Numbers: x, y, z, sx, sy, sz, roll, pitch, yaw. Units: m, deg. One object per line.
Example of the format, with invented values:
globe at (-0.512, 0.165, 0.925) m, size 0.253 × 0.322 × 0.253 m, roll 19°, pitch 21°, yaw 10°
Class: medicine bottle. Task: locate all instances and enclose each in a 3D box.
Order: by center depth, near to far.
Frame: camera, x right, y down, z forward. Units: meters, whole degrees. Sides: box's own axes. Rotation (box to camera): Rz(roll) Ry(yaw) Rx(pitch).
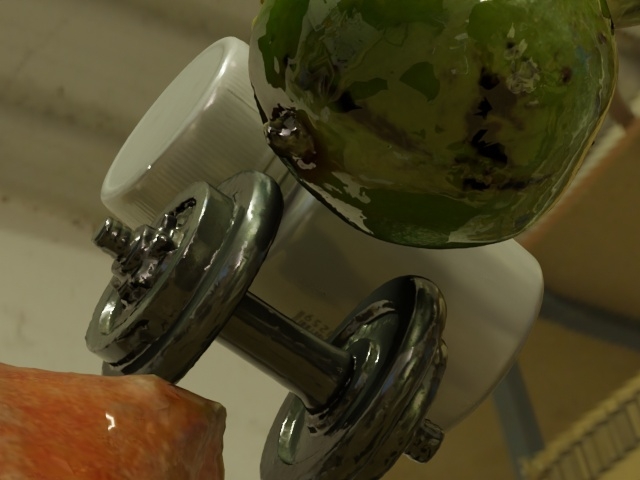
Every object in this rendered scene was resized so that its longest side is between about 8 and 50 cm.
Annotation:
medicine bottle at (0.000, 0.000, 1.505) m, size 0.340 × 0.208 × 0.208 m, roll 38°, pitch -62°, yaw -16°

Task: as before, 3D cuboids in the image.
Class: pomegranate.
pomegranate at (0.107, -0.134, 1.223) m, size 0.341 × 0.260 × 0.260 m, roll -25°, pitch -44°, yaw -12°

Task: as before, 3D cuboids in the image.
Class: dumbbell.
dumbbell at (-0.033, 0.069, 1.252) m, size 0.290 × 0.192 × 0.192 m, roll 34°, pitch -60°, yaw -15°

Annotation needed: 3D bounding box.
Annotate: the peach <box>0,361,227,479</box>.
peach at (-0.134, 0.125, 0.525) m, size 0.256 × 0.232 × 0.232 m, roll -46°, pitch -46°, yaw -14°
